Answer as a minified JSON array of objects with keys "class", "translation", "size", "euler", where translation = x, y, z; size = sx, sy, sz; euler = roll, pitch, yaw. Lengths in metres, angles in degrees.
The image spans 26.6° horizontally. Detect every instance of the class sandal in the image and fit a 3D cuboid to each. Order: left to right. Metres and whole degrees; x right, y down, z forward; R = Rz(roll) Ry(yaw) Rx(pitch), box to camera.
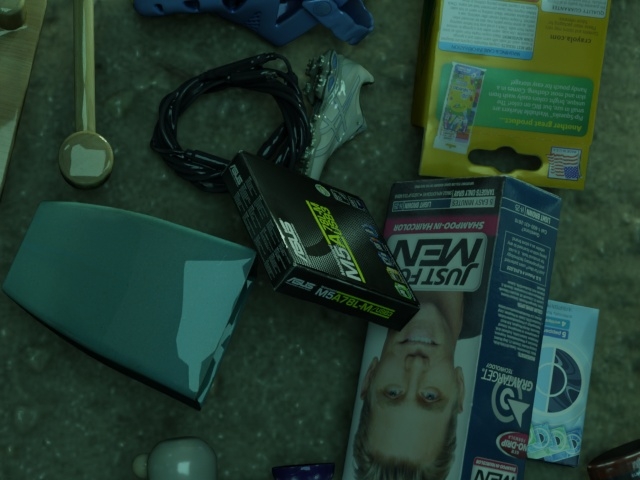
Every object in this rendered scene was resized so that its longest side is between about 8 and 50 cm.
[{"class":"sandal","translation":[-0.059,-0.278,1.540],"size":[0.317,0.138,0.126],"euler":[-3,38,5]}]

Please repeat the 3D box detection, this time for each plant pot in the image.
[{"class":"plant pot","translation":[-0.205,0.055,1.444],"size":[0.234,0.165,0.166],"euler":[23,78,1]}]

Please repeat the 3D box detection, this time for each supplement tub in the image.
[{"class":"supplement tub","translation":[0.381,0.325,1.515],"size":[0.106,0.106,0.198],"euler":[-20,85,-11]}]

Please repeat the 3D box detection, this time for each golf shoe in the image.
[{"class":"golf shoe","translation":[0.016,-0.126,1.554],"size":[0.086,0.069,0.176],"euler":[16,86,-23]}]

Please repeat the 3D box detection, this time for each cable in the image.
[{"class":"cable","translation":[-0.103,-0.125,1.528],"size":[0.184,0.047,0.151],"euler":[-17,82,8]}]

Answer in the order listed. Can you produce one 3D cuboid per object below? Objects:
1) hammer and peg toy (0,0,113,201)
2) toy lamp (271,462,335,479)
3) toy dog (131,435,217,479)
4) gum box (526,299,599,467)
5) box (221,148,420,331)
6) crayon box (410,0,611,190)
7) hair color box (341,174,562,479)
[{"class":"hammer and peg toy","translation":[-0.391,-0.172,1.466],"size":[0.361,0.127,0.266],"euler":[11,78,-7]},{"class":"toy lamp","translation":[-0.010,0.381,1.460],"size":[0.080,0.080,0.275],"euler":[-4,82,-9]},{"class":"toy dog","translation":[-0.191,0.371,1.397],"size":[0.161,0.220,0.334],"euler":[7,70,24]},{"class":"gum box","translation":[0.228,0.156,1.550],"size":[0.157,0.041,0.184],"euler":[11,79,-7]},{"class":"box","translation":[0.000,0.000,1.444],"size":[0.184,0.191,0.045],"euler":[23,118,-39]},{"class":"crayon box","translation":[0.219,-0.229,1.559],"size":[0.203,0.083,0.323],"euler":[5,97,-8]},{"class":"hair color box","translation":[0.142,0.110,1.467],"size":[0.105,0.174,0.347],"euler":[18,77,-40]}]
